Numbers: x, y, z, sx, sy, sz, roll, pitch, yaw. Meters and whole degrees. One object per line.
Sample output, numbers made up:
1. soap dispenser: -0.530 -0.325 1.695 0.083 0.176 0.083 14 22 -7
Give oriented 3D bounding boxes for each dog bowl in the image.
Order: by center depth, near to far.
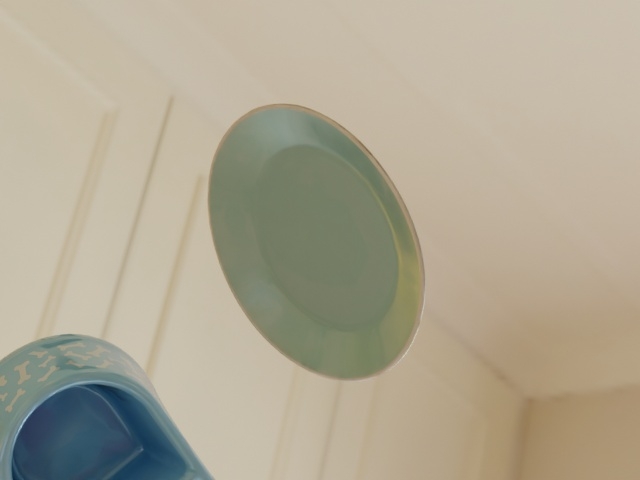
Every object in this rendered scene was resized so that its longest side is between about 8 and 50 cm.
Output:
1. dog bowl: -0.153 0.212 1.438 0.297 0.166 0.074 57 -15 -20

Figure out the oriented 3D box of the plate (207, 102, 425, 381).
1. plate: 0.000 0.000 1.182 0.188 0.024 0.188 23 -55 36
